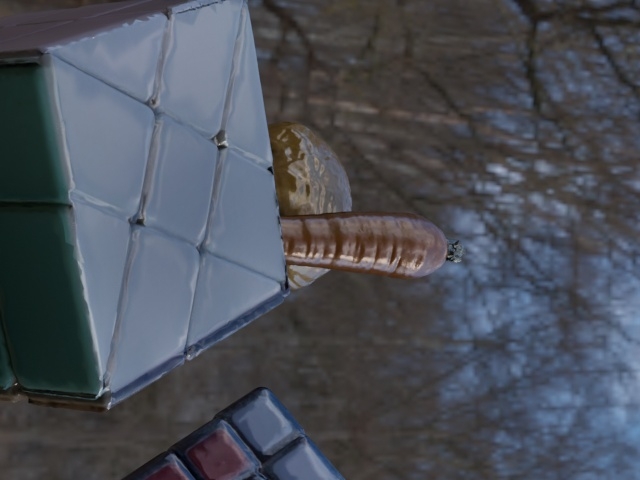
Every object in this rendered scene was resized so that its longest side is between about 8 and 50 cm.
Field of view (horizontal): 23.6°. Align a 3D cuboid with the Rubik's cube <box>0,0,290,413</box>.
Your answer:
[{"bbox_3d":[-0.180,-0.035,1.032,0.225,0.221,0.231,2,-71,32],"label":"Rubik's cube"}]

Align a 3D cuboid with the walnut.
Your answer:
[{"bbox_3d":[-0.048,-0.034,1.603,0.165,0.165,0.197,-61,-151,34],"label":"walnut"}]

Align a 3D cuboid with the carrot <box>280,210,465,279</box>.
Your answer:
[{"bbox_3d":[0.000,0.000,1.479,0.069,0.336,0.069,-13,-104,60],"label":"carrot"}]

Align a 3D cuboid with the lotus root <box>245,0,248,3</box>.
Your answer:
[{"bbox_3d":[-0.164,-0.368,2.181,0.138,0.138,0.214,-28,-126,53],"label":"lotus root"}]

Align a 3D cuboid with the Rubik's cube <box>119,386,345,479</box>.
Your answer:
[{"bbox_3d":[-0.096,0.352,1.286,0.292,0.287,0.293,48,-36,15],"label":"Rubik's cube"}]
